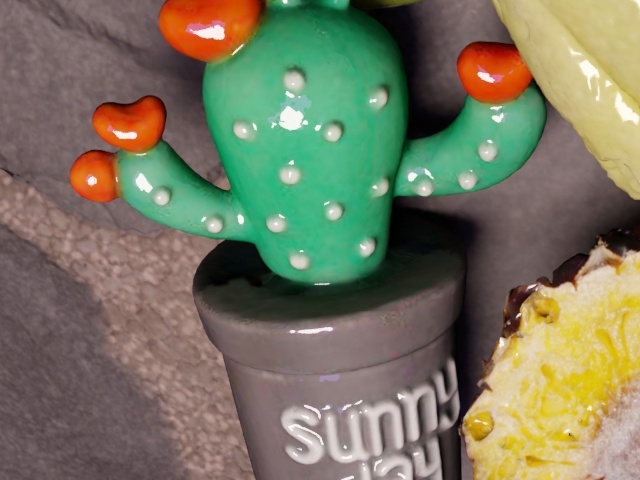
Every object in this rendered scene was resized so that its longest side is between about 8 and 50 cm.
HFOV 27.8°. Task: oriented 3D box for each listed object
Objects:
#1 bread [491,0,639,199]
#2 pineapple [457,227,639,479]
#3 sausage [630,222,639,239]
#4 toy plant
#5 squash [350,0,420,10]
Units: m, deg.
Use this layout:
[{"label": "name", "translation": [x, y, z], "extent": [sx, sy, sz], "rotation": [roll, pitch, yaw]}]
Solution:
[{"label": "bread", "translation": [0.230, -0.155, 0.655], "extent": [0.320, 0.237, 0.321], "rotation": [10, 115, 21]}, {"label": "pineapple", "translation": [0.255, 0.138, 0.819], "extent": [0.262, 0.271, 0.263], "rotation": [-12, 69, 34]}, {"label": "sausage", "translation": [0.226, 0.014, 0.860], "extent": [0.059, 0.054, 0.094], "rotation": [33, 124, -6]}, {"label": "toy plant", "translation": [0.013, 0.000, 0.854], "extent": [0.279, 0.185, 0.400], "rotation": [1, 114, 24]}, {"label": "squash", "translation": [0.001, -0.170, 0.849], "extent": [0.183, 0.052, 0.052], "rotation": [-4, 116, 26]}]
